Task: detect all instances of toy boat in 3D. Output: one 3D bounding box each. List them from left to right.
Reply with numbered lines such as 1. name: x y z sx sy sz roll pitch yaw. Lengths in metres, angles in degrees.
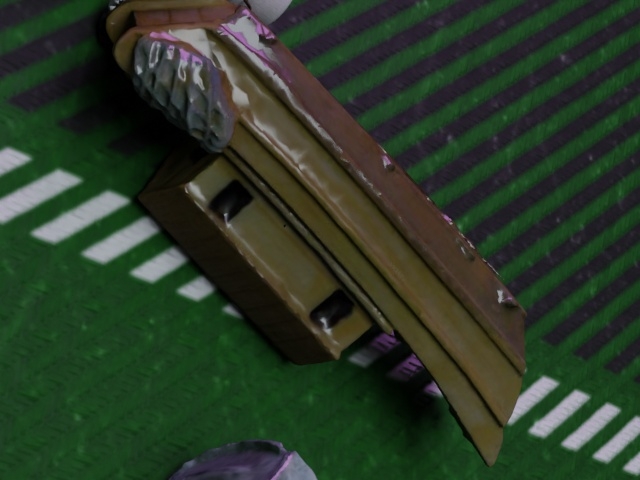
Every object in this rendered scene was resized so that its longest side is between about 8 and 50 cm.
1. toy boat: 0.000 0.000 1.194 0.162 0.136 0.445 -43 112 4

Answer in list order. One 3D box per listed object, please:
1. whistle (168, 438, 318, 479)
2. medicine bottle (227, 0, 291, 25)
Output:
1. whistle: -0.137 0.293 1.008 0.188 0.168 0.405 30 59 -33
2. medicine bottle: -0.101 -0.222 1.165 0.183 0.119 0.069 27 65 -35
